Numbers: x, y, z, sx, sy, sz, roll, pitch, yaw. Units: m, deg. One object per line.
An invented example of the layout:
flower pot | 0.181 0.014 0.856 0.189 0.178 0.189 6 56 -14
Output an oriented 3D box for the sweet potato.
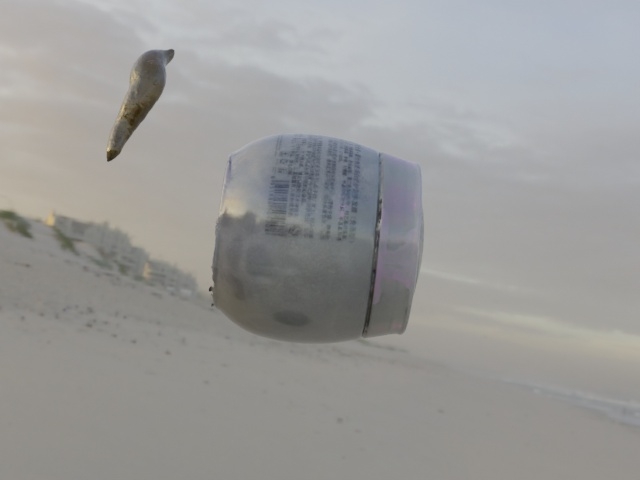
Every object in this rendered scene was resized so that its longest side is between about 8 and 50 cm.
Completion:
sweet potato | -0.289 -0.235 1.425 0.059 0.249 0.069 28 -33 -20

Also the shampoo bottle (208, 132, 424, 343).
shampoo bottle | 0.000 0.000 1.158 0.267 0.272 0.273 7 -7 -1
